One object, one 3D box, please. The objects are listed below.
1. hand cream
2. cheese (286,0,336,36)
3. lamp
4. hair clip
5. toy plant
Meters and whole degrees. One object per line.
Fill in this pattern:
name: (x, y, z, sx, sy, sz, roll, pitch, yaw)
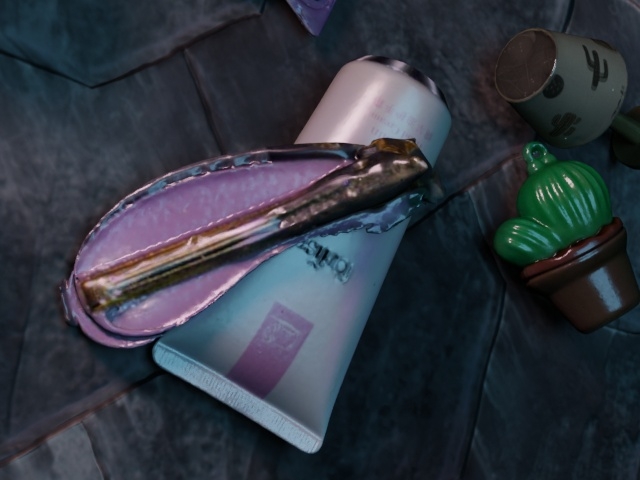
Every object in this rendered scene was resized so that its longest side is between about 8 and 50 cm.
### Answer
hand cream: (0.000, 0.000, 1.707, 0.185, 0.118, 0.358, 33, 73, -19)
cheese: (-0.053, -0.281, 1.733, 0.191, 0.042, 0.105, 34, 70, -29)
lamp: (0.278, -0.144, 1.897, 0.215, 0.121, 0.121, 24, 72, -39)
hair clip: (-0.065, -0.017, 1.624, 0.359, 0.095, 0.110, -20, 121, -3)
toy plant: (0.244, -0.003, 1.875, 0.143, 0.105, 0.200, -29, 84, -20)
